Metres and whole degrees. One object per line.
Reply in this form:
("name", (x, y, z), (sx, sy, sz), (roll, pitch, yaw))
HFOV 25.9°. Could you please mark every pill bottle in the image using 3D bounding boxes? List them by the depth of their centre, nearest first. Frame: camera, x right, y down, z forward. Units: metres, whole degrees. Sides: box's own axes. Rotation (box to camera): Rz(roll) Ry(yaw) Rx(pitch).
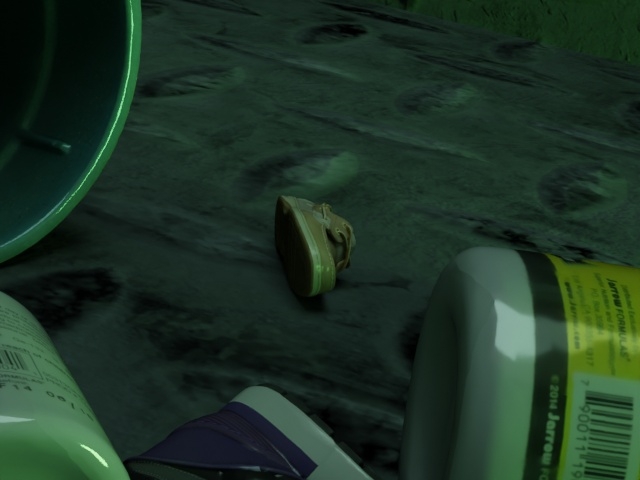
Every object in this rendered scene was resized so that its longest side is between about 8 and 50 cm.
("pill bottle", (-0.182, 0.092, 0.678), (0.131, 0.131, 0.229), (1, 21, -26))
("pill bottle", (0.220, 0.116, 0.732), (0.334, 0.187, 0.188), (9, 19, -5))

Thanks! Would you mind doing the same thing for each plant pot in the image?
("plant pot", (-0.379, -0.172, 1.081), (0.334, 0.341, 0.341), (16, 18, 38))

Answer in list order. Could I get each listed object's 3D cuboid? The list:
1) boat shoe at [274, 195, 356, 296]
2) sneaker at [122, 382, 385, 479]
("boat shoe", (0.000, 0.000, 1.140), (0.059, 0.063, 0.170), (1, 20, -9))
("sneaker", (-0.001, 0.173, 0.632), (0.124, 0.107, 0.283), (-22, 30, -32))
